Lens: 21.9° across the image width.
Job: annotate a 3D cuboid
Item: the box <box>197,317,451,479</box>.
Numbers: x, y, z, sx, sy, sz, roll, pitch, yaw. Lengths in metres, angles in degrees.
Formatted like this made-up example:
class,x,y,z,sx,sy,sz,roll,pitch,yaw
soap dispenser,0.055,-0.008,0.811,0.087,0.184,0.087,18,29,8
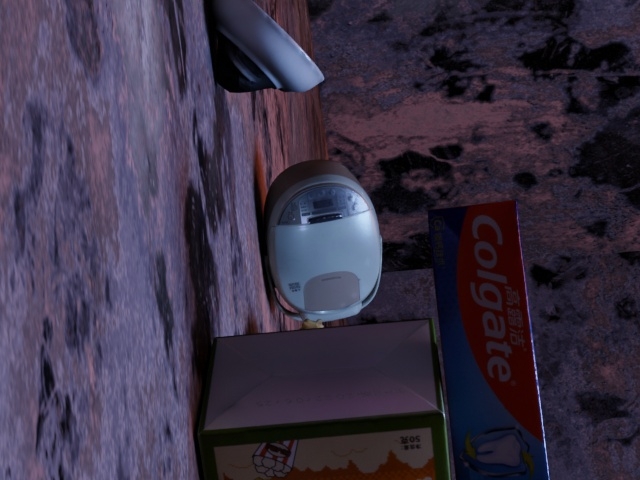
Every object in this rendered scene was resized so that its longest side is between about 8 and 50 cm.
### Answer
class,x,y,z,sx,sy,sz,roll,pitch,yaw
box,0.008,0.171,1.367,0.177,0.195,0.148,-90,174,-67

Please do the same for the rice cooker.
class,x,y,z,sx,sy,sz,roll,pitch,yaw
rice cooker,0.000,0.000,2.009,0.127,0.145,0.206,-108,-169,-52

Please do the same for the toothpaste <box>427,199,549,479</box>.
class,x,y,z,sx,sy,sz,roll,pitch,yaw
toothpaste,0.140,0.131,1.330,0.066,0.076,0.320,31,52,-82

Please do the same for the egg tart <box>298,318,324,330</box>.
class,x,y,z,sx,sy,sz,roll,pitch,yaw
egg tart,0.047,0.224,1.749,0.319,0.128,0.319,-12,90,-87

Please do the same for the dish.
class,x,y,z,sx,sy,sz,roll,pitch,yaw
dish,-0.073,-0.181,1.642,0.141,0.078,0.141,43,-1,1
